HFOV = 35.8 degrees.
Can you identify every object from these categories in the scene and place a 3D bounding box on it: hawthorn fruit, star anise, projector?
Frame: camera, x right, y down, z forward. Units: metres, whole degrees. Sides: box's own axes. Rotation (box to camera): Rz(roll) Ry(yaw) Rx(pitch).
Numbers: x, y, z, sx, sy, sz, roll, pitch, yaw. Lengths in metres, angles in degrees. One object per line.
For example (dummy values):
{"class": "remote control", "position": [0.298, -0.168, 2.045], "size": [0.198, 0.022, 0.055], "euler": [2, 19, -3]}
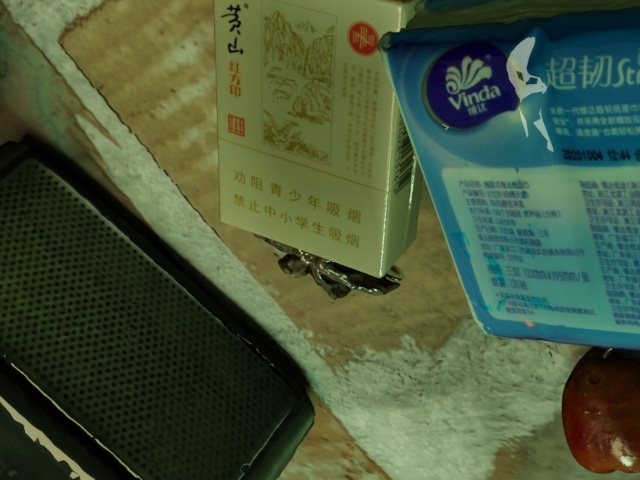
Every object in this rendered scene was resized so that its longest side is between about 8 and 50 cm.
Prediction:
{"class": "hawthorn fruit", "position": [0.212, 0.118, 0.713], "size": [0.081, 0.081, 0.093], "euler": [-14, 90, 46]}
{"class": "star anise", "position": [-0.002, 0.001, 0.787], "size": [0.141, 0.042, 0.141], "euler": [23, 139, 21]}
{"class": "projector", "position": [-0.276, 0.166, 1.013], "size": [0.405, 0.242, 0.395], "euler": [43, 143, -4]}

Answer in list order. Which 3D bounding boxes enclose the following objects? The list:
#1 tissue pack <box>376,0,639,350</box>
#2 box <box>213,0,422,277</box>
{"class": "tissue pack", "position": [0.195, -0.052, 0.487], "size": [0.263, 0.146, 0.198], "euler": [3, 128, 39]}
{"class": "box", "position": [0.000, -0.086, 0.657], "size": [0.141, 0.058, 0.201], "euler": [19, 129, 24]}
